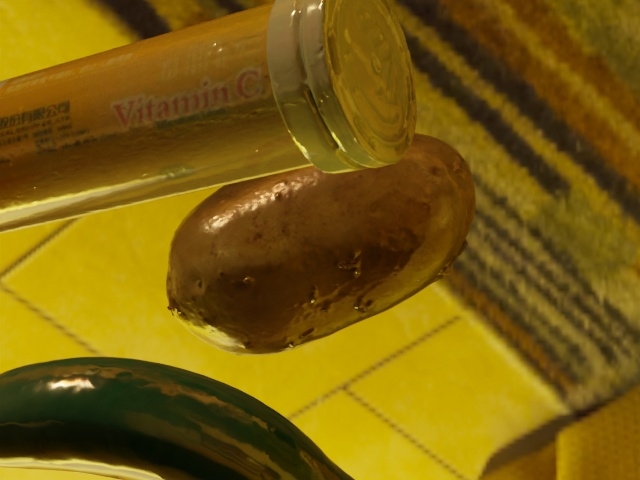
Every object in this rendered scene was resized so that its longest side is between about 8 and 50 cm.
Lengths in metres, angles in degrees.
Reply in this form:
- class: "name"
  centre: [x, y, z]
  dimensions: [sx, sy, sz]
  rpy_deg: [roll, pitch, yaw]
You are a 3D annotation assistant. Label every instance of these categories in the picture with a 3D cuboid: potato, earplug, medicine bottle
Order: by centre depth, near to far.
- class: "medicine bottle"
  centre: [-0.074, -0.045, 0.585]
  dimensions: [0.218, 0.074, 0.074]
  rpy_deg: [-11, 130, 28]
- class: "earplug"
  centre: [-0.060, 0.199, 0.788]
  dimensions: [0.257, 0.164, 0.280]
  rpy_deg: [4, 100, -44]
- class: "potato"
  centre: [0.000, 0.000, 1.402]
  dimensions: [0.307, 0.210, 0.173]
  rpy_deg: [-21, 89, 9]
